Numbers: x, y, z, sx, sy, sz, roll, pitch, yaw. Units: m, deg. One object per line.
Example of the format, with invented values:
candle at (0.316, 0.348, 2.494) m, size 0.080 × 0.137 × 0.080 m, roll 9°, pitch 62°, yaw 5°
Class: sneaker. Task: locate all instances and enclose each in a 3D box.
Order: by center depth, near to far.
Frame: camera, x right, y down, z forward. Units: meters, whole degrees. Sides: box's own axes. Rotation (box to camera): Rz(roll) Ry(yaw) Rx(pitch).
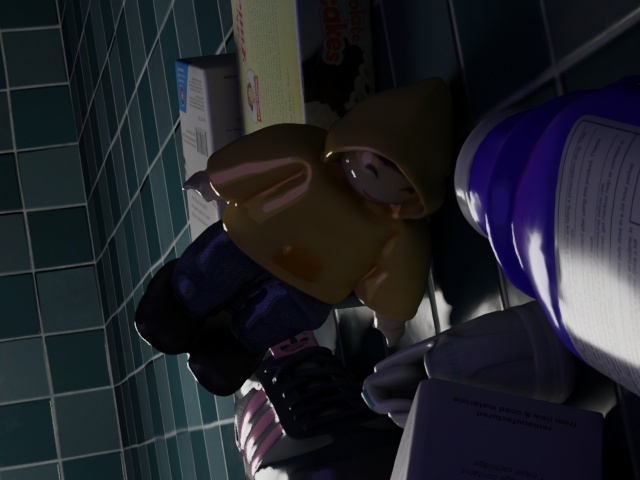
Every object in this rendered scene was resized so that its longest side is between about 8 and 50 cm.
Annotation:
sneaker at (0.065, 0.088, 0.828) m, size 0.212 × 0.094 × 0.080 m, roll 116°, pitch 143°, yaw -64°
sneaker at (-0.014, 0.128, 1.107) m, size 0.319 × 0.112 × 0.131 m, roll 170°, pitch 89°, yaw -74°

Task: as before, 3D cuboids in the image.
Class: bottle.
bottle at (0.131, -0.002, 0.541) m, size 0.283 × 0.092 × 0.118 m, roll -146°, pitch 50°, yaw -70°

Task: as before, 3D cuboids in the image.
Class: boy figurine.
boy figurine at (0.000, 0.000, 0.937) m, size 0.285 × 0.177 × 0.092 m, roll -38°, pitch 14°, yaw 43°

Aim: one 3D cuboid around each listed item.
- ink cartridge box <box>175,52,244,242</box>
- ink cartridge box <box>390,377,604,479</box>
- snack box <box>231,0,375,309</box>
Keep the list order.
ink cartridge box at (-0.066, -0.058, 1.259) m, size 0.148 × 0.085 × 0.203 m, roll -147°, pitch 50°, yaw -71°
ink cartridge box at (0.068, 0.217, 0.709) m, size 0.172 × 0.100 × 0.237 m, roll 100°, pitch -178°, yaw -49°
snack box at (-0.014, -0.125, 1.083) m, size 0.187 × 0.060 × 0.322 m, roll -149°, pitch 53°, yaw -69°
